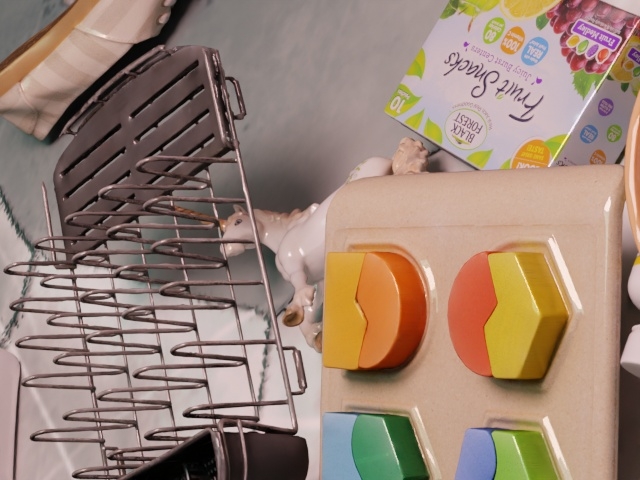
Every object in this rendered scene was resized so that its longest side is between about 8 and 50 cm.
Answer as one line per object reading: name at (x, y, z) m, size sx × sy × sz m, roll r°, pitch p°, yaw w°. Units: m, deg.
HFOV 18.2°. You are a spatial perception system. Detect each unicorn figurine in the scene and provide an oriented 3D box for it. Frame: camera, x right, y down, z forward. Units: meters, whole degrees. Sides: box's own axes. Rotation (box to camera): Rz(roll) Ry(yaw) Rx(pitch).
unicorn figurine at (0.000, 0.000, 1.050) m, size 0.162 × 0.060 × 0.111 m, roll -27°, pitch 36°, yaw 19°

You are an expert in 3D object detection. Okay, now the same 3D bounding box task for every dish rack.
dish rack at (-0.099, 0.037, 1.055) m, size 0.208 × 0.074 × 0.272 m, roll -32°, pitch 63°, yaw 46°

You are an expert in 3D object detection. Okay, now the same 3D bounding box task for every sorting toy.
sorting toy at (0.057, 0.070, 0.897) m, size 0.193 × 0.038 × 0.208 m, roll -1°, pitch 83°, yaw 52°

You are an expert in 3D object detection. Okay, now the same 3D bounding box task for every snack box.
snack box at (0.101, -0.078, 0.983) m, size 0.100 × 0.037 × 0.141 m, roll -60°, pitch 35°, yaw 4°

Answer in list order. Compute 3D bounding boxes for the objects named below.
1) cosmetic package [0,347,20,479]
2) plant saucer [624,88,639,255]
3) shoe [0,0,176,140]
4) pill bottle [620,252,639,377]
cosmetic package at (-0.303, 0.144, 1.241) m, size 0.183 × 0.151 × 0.151 m, roll -33°, pitch 43°, yaw 33°
plant saucer at (0.216, -0.030, 0.752) m, size 0.200 × 0.037 × 0.200 m, roll -9°, pitch 68°, yaw 22°
shoe at (-0.137, -0.146, 1.325) m, size 0.219 × 0.058 × 0.076 m, roll -37°, pitch 11°, yaw 25°
pill bottle at (0.165, 0.005, 0.821) m, size 0.065 × 0.065 × 0.116 m, roll 10°, pitch 75°, yaw 54°
